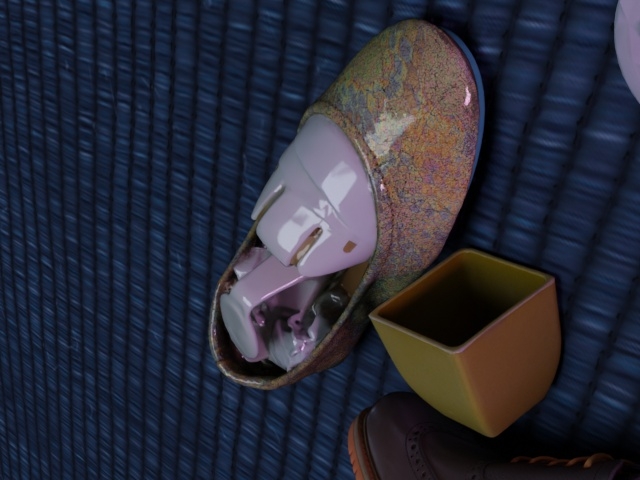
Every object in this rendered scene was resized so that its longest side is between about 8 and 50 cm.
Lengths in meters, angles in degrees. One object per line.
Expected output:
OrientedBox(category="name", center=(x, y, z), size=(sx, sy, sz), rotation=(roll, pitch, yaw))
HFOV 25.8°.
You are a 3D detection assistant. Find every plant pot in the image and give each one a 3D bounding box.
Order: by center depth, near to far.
OrientedBox(category="plant pot", center=(0.093, 0.066, 0.825), size=(0.081, 0.081, 0.083), rotation=(21, 137, 52))

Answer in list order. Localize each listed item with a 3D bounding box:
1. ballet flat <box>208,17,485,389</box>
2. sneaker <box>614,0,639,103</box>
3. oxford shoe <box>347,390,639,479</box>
OrientedBox(category="ballet flat", center=(0.000, 0.000, 0.886), size=(0.123, 0.123, 0.348), rotation=(55, 150, 17))
OrientedBox(category="sneaker", center=(0.258, -0.081, 0.400), size=(0.321, 0.127, 0.126), rotation=(11, 132, 27))
OrientedBox(category="oxford shoe", center=(0.145, 0.171, 0.816), size=(0.363, 0.130, 0.133), rotation=(39, 112, 48))
